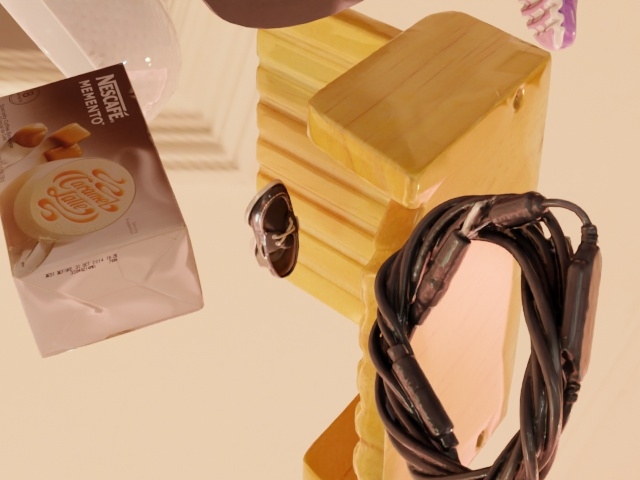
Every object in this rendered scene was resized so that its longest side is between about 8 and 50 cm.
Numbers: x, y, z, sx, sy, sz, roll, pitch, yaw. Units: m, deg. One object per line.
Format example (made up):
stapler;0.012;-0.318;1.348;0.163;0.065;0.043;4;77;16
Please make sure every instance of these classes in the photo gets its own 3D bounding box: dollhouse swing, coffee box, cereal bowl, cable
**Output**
dollhouse swing;0.000;0.000;1.038;0.305;0.347;0.315;20;-143;25
coffee box;-0.199;-0.033;1.083;0.141;0.098;0.246;-16;-138;-9
cereal bowl;-0.274;-0.292;1.466;0.141;0.339;0.339;-42;-117;-8
cable;0.079;0.062;0.694;0.047;0.184;0.150;14;172;-43

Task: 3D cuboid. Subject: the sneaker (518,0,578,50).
sneaker;0.281;-0.337;1.449;0.104;0.236;0.095;-7;-175;-16

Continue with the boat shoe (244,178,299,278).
boat shoe;-0.037;-0.007;1.071;0.046;0.125;0.038;-35;-111;-22

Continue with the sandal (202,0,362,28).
sandal;-0.026;-0.122;0.270;0.254;0.097;0.054;45;-158;-58
